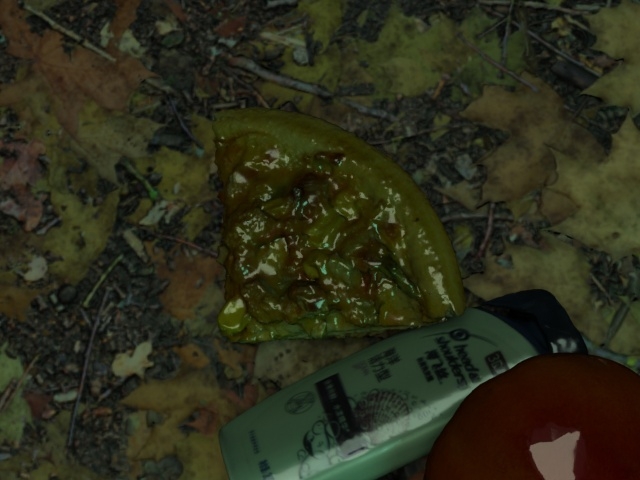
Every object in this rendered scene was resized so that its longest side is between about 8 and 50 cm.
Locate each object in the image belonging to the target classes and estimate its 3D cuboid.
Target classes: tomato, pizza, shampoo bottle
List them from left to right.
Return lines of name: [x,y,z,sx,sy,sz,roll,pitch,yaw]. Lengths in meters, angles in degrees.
pizza: [0.010,-0.033,1.004,0.258,0.087,0.268,-8,72,14]
shampoo bottle: [0.077,0.153,0.967,0.359,0.078,0.134,-25,42,-1]
tomato: [0.220,0.226,0.862,0.260,0.180,0.259,-4,117,-9]

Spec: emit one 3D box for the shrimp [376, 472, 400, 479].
shrimp: [0.046,0.305,0.948,0.057,0.065,0.165,3,79,39]
